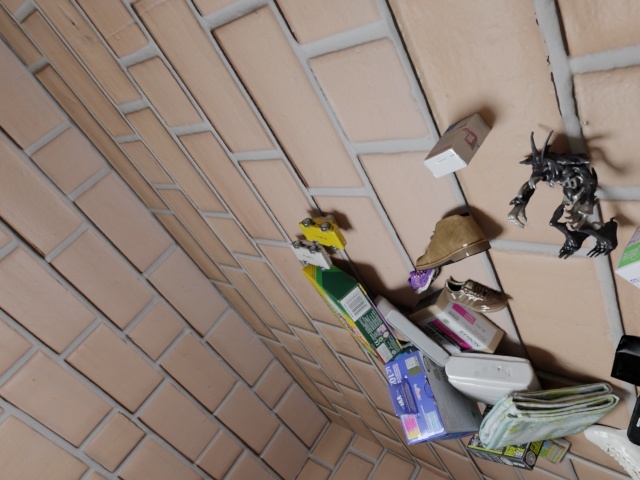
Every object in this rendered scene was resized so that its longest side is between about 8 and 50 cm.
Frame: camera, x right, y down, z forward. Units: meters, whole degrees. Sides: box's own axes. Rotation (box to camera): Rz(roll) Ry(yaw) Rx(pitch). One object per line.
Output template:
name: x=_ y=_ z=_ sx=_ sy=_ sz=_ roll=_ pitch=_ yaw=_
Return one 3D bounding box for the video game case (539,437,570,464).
video game case: x=0.844 y=0.781 z=1.884 sx=0.207 sy=0.026 sz=0.226 roll=23 pitch=148 yaw=29

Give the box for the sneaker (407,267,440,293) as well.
sneaker: x=0.312 y=0.116 z=1.491 sx=0.071 sy=0.068 sz=0.170 roll=42 pitch=154 yaw=7

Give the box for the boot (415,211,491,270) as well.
boot: x=0.338 y=0.009 z=1.295 sx=0.115 sy=0.113 sz=0.305 roll=69 pitch=160 yaw=9

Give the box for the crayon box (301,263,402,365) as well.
crayon box: x=0.114 y=0.257 z=1.809 sx=0.362 sy=0.106 sz=0.313 roll=56 pitch=168 yaw=-29

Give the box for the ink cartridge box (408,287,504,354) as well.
ink cartridge box: x=0.432 y=0.273 z=1.555 sx=0.235 sy=0.088 sz=0.193 roll=40 pitch=154 yaw=2

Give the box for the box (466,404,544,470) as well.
box: x=0.684 y=0.701 z=1.751 sx=0.060 sy=0.216 sz=0.270 roll=44 pitch=152 yaw=-10

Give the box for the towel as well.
towel: x=0.680 y=0.546 z=1.472 sx=0.321 sy=0.090 sz=0.374 roll=-6 pitch=145 yaw=0

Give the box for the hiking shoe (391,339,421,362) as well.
hiking shoe: x=0.319 y=0.483 z=1.963 sx=0.113 sy=0.132 sz=0.304 roll=42 pitch=153 yaw=-4

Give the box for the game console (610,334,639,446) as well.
game console: x=0.843 y=0.406 z=1.213 sx=0.213 sy=0.044 sz=0.360 roll=18 pitch=132 yaw=37

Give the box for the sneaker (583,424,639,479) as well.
sneaker: x=0.956 y=0.675 z=1.479 sx=0.290 sy=0.123 sz=0.105 roll=18 pitch=148 yaw=38

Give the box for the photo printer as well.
photo printer: x=0.567 y=0.458 z=1.549 sx=0.256 sy=0.107 sz=0.307 roll=-2 pitch=151 yaw=31

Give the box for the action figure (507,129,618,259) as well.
action figure: x=0.464 y=-0.074 z=0.932 sx=0.275 sy=0.141 sz=0.164 roll=48 pitch=163 yaw=-20

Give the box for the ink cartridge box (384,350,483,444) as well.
ink cartridge box: x=0.377 y=0.530 z=1.628 sx=0.151 sy=0.269 sz=0.396 roll=-32 pitch=146 yaw=27

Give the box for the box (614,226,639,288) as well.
box: x=0.692 y=0.039 z=0.797 sx=0.231 sy=0.126 sz=0.262 roll=35 pitch=164 yaw=6

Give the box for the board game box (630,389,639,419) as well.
board game box: x=0.939 y=0.466 z=1.263 sx=0.194 sy=0.045 sz=0.146 roll=18 pitch=146 yaw=35

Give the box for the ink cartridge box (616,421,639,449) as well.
ink cartridge box: x=0.964 y=0.575 z=1.380 sx=0.180 sy=0.060 sz=0.104 roll=38 pitch=154 yaw=1

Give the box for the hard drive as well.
hard drive: x=0.295 y=0.291 z=1.623 sx=0.233 sy=0.047 sz=0.353 roll=40 pitch=-179 yaw=-1

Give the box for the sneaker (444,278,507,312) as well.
sneaker: x=0.440 y=0.156 z=1.391 sx=0.189 sy=0.066 sz=0.071 roll=6 pitch=133 yaw=45

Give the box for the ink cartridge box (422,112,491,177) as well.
ink cartridge box: x=0.280 y=-0.194 z=0.992 sx=0.052 sy=0.122 sz=0.089 roll=47 pitch=152 yaw=-13

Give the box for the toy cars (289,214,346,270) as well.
toy cars: x=0.000 y=0.000 z=1.688 sx=0.176 sy=0.087 sz=0.393 roll=42 pitch=157 yaw=5
